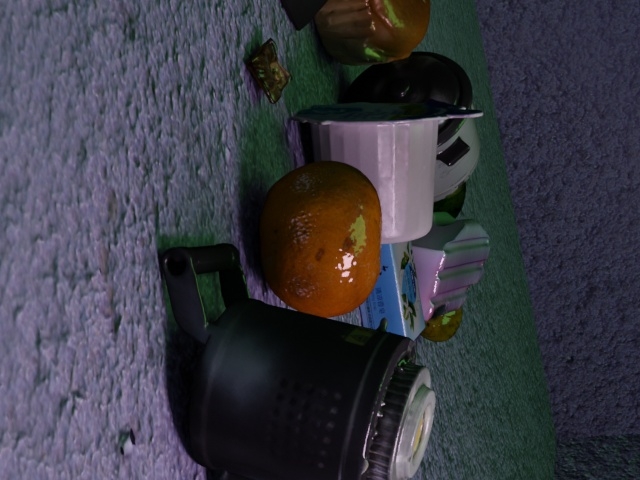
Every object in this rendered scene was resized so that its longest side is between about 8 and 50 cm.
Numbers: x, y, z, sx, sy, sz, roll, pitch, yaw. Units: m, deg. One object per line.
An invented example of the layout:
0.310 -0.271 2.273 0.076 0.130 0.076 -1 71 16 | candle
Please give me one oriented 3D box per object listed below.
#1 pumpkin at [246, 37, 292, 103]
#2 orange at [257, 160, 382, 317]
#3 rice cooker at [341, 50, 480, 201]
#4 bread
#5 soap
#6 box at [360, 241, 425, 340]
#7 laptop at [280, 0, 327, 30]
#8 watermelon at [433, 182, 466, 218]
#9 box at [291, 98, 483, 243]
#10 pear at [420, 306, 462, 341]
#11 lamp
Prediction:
-0.079 -0.242 1.575 0.073 0.035 0.101 63 27 -19 | pumpkin
0.000 0.000 1.500 0.224 0.170 0.224 4 90 -85 | orange
0.166 -0.209 1.975 0.280 0.241 0.227 47 -9 36 | rice cooker
0.075 -0.502 1.897 0.236 0.183 0.389 -42 123 -65 | bread
0.242 0.042 2.187 0.324 0.109 0.193 -6 112 -65 | soap
0.120 0.071 1.972 0.142 0.083 0.232 -30 113 -68 | box
-0.029 -0.439 1.710 0.135 0.016 0.197 -49 144 -14 | laptop
0.252 -0.115 2.370 0.232 0.127 0.204 -37 125 -70 | watermelon
0.112 -0.110 1.742 0.262 0.291 0.206 -49 140 -71 | box
0.246 0.158 2.284 0.131 0.107 0.107 27 57 -78 | pear
-0.007 0.175 1.243 0.205 0.272 0.374 -3 86 -73 | lamp
